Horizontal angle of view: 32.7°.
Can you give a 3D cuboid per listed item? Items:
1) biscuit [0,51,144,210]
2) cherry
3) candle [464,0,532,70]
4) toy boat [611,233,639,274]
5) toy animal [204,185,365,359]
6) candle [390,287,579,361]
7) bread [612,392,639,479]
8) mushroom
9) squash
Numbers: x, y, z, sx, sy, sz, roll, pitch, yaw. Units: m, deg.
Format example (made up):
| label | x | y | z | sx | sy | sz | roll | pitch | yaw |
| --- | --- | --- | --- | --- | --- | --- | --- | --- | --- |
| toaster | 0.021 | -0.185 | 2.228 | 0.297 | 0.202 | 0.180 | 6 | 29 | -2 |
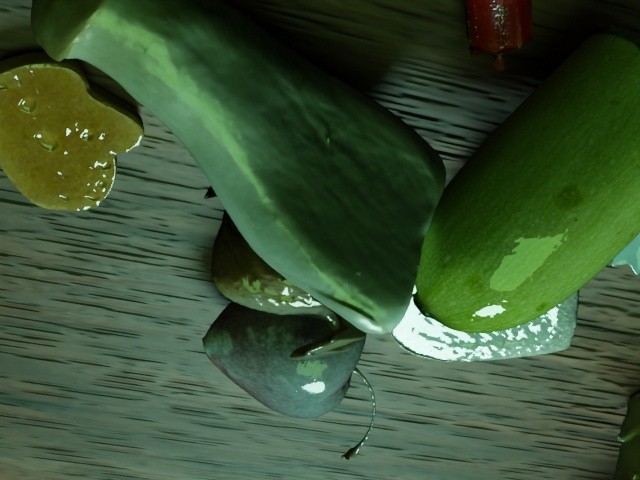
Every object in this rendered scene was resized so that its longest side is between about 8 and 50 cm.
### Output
| label | x | y | z | sx | sy | sz | roll | pitch | yaw |
| --- | --- | --- | --- | --- | --- | --- | --- | --- | --- |
| biscuit | -0.194 | -0.083 | 0.840 | 0.118 | 0.023 | 0.140 | -5 | 130 | -3 |
| cherry | -0.032 | 0.116 | 0.975 | 0.148 | 0.115 | 0.188 | -9 | 139 | -25 |
| candle | 0.127 | -0.178 | 0.782 | 0.052 | 0.052 | 0.131 | -11 | 132 | 2 |
| toy boat | 0.401 | 0.050 | 1.007 | 0.291 | 0.067 | 0.220 | 20 | 126 | -19 |
| toy animal | 0.000 | 0.000 | 0.879 | 0.188 | 0.179 | 0.089 | -14 | 168 | -21 |
| candle | 0.159 | 0.039 | 0.960 | 0.168 | 0.068 | 0.192 | 34 | 120 | -26 |
| bread | 0.420 | 0.286 | 1.023 | 0.198 | 0.263 | 0.236 | 29 | 152 | -24 |
| mushroom | -0.051 | -0.084 | 0.758 | 0.328 | 0.159 | 0.122 | 38 | 122 | -21 |
| squash | 0.169 | -0.027 | 0.809 | 0.247 | 0.132 | 0.132 | -48 | 124 | 1 |
